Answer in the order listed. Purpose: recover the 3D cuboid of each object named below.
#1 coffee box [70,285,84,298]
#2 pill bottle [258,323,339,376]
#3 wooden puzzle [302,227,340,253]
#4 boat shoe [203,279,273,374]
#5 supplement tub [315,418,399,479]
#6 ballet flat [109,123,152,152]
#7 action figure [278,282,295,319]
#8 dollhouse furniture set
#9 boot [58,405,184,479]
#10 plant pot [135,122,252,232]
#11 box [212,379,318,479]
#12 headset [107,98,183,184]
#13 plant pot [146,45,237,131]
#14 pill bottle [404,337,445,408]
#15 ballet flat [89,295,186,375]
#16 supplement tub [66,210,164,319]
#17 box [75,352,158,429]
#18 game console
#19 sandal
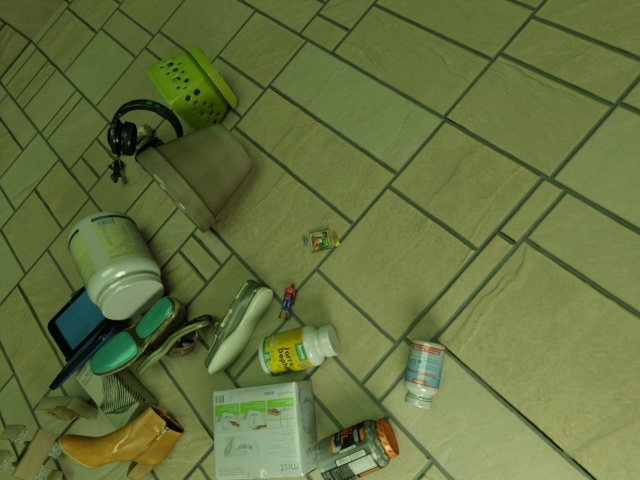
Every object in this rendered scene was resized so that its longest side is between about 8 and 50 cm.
[{"bbox_3d":[-0.843,0.211,1.568,0.184,0.040,0.113,-29,67,11],"label":"coffee box"},{"bbox_3d":[-0.058,0.305,1.187,0.209,0.117,0.117,-19,68,15],"label":"pill bottle"},{"bbox_3d":[0.000,0.000,1.313,0.117,0.014,0.078,-19,68,16],"label":"wooden puzzle"},{"bbox_3d":[-0.264,0.262,1.290,0.091,0.109,0.304,28,80,27],"label":"boat shoe"},{"bbox_3d":[0.093,0.530,1.060,0.191,0.117,0.116,-29,66,11],"label":"supplement tub"},{"bbox_3d":[-0.769,-0.395,1.710,0.206,0.073,0.067,-30,80,15],"label":"ballet flat"},{"bbox_3d":[-0.100,0.185,1.289,0.038,0.030,0.115,10,73,18],"label":"action figure"},{"bbox_3d":[-0.878,0.642,1.363,0.161,0.212,0.241,-9,44,21],"label":"dollhouse furniture set"},{"bbox_3d":[-0.578,0.573,1.247,0.211,0.295,0.104,-52,25,-3],"label":"boot"},{"bbox_3d":[-0.394,-0.233,1.405,0.280,0.323,0.323,-43,63,-14],"label":"plant pot"},{"bbox_3d":[-0.153,0.517,1.155,0.262,0.127,0.230,-14,70,17],"label":"box"},{"bbox_3d":[-0.689,-0.368,1.596,0.394,0.244,0.185,-42,37,25],"label":"headset"},{"bbox_3d":[-0.457,-0.557,1.551,0.207,0.227,0.228,-37,64,1],"label":"plant pot"},{"bbox_3d":[0.261,0.336,1.067,0.087,0.087,0.160,8,77,24],"label":"pill bottle"},{"bbox_3d":[-0.587,0.324,1.386,0.349,0.123,0.123,-42,64,-3],"label":"ballet flat"},{"bbox_3d":[-0.698,0.083,1.441,0.235,0.235,0.324,-41,64,6],"label":"supplement tub"},{"bbox_3d":[-0.673,0.494,1.386,0.275,0.094,0.113,30,86,26],"label":"box"},{"bbox_3d":[-0.849,0.314,1.453,0.293,0.250,0.173,-44,108,9],"label":"game console"},{"bbox_3d":[-0.457,0.340,1.353,0.303,0.120,0.086,-40,92,8],"label":"sandal"}]
